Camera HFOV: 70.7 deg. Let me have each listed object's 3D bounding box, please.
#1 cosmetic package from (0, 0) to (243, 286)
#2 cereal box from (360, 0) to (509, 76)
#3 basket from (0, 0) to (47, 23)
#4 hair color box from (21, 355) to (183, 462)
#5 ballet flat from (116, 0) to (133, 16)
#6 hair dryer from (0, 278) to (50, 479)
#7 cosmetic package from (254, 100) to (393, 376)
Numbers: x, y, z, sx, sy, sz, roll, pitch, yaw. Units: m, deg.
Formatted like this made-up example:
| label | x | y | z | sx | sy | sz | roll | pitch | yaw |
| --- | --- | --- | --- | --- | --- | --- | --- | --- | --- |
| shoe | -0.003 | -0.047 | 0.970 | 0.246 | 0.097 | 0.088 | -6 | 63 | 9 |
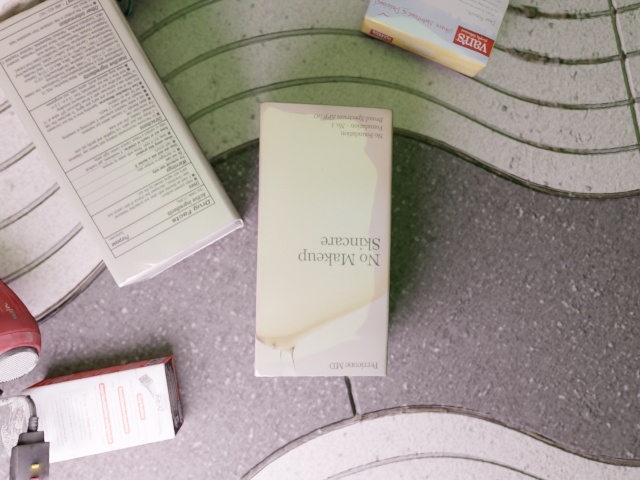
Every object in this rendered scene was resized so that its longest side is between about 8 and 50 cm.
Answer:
| label | x | y | z | sx | sy | sz | roll | pitch | yaw |
| --- | --- | --- | --- | --- | --- | --- | --- | --- | --- |
| cosmetic package | -0.227 | -0.112 | 0.529 | 0.153 | 0.129 | 0.296 | -29 | 92 | -7 |
| cereal box | 0.173 | -0.363 | 0.597 | 0.172 | 0.047 | 0.241 | 21 | 89 | -4 |
| basket | -0.395 | -0.338 | 0.384 | 0.331 | 0.328 | 0.267 | -25 | 95 | 12 |
| hair color box | -0.265 | 0.208 | 0.561 | 0.167 | 0.053 | 0.093 | -9 | 89 | -4 |
| ballet flat | -0.252 | -0.377 | 0.553 | 0.070 | 0.070 | 0.189 | 7 | 88 | -6 |
| hair dryer | -0.413 | 0.147 | 0.513 | 0.223 | 0.080 | 0.294 | -12 | 77 | 17 |
| cosmetic package | 0.000 | 0.000 | 0.560 | 0.160 | 0.113 | 0.310 | 0 | 89 | -6 |
